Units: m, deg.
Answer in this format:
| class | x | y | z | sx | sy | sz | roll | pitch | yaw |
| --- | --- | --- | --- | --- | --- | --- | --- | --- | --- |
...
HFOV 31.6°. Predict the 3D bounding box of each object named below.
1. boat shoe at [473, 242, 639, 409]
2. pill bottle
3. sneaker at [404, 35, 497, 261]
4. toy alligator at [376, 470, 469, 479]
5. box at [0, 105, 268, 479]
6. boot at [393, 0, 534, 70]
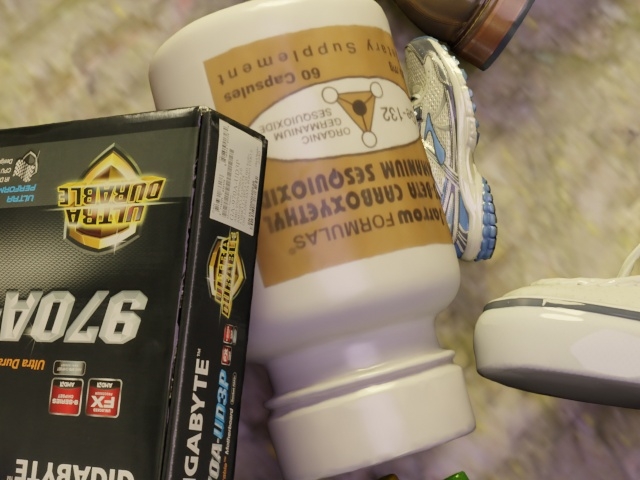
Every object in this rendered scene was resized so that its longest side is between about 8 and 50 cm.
| class | x | y | z | sx | sy | sz | roll | pitch | yaw |
| --- | --- | --- | --- | --- | --- | --- | --- | --- | --- |
| boat shoe | 0.259 | 0.019 | 0.626 | 0.367 | 0.136 | 0.156 | 5 | 79 | -12 |
| pill bottle | 0.000 | 0.000 | 0.585 | 0.131 | 0.131 | 0.229 | -14 | 82 | -12 |
| sneaker | 0.061 | -0.052 | 0.648 | 0.058 | 0.052 | 0.135 | -10 | 81 | -6 |
| toy alligator | 0.006 | 0.177 | 0.594 | 0.190 | 0.051 | 0.056 | -29 | 85 | -14 |
| box | -0.133 | 0.035 | 0.532 | 0.220 | 0.051 | 0.175 | -1 | 77 | 32 |
| boot | 0.104 | -0.220 | 0.670 | 0.106 | 0.082 | 0.219 | 28 | 78 | -6 |
